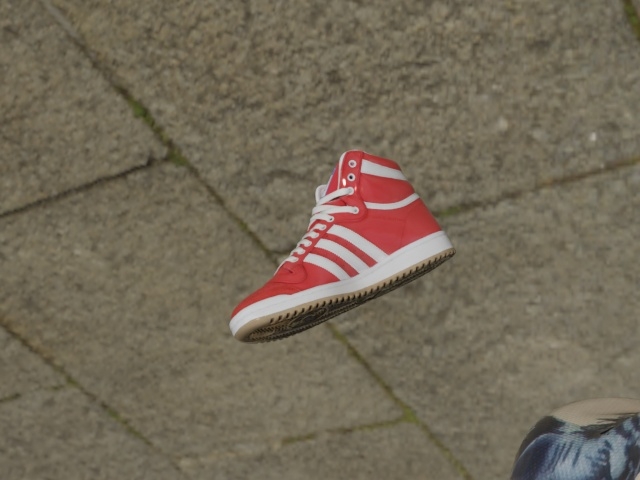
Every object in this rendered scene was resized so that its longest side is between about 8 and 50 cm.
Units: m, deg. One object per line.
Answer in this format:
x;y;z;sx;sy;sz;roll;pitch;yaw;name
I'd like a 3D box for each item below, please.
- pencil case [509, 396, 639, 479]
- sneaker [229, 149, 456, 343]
0.208;0.079;0.304;0.183;0.160;0.410;-10;164;-27;pencil case
0.000;0.000;0.501;0.118;0.067;0.042;-21;167;-30;sneaker
